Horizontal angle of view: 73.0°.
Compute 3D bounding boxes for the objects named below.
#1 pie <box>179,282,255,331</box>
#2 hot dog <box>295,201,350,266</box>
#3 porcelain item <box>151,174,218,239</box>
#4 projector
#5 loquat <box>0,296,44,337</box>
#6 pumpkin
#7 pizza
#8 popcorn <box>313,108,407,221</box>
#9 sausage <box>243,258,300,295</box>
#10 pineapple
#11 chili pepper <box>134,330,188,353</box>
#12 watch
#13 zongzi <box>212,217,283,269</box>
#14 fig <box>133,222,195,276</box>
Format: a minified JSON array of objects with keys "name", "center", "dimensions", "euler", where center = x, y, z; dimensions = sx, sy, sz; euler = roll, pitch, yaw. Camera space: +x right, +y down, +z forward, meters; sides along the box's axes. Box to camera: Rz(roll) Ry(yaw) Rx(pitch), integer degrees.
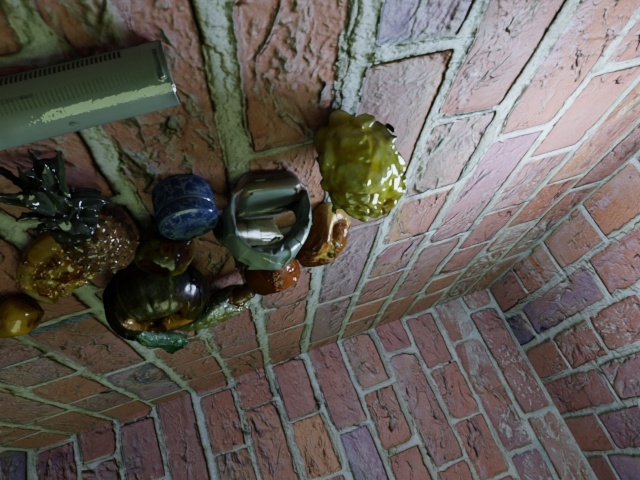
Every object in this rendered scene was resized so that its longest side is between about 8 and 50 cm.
[{"name":"pie","center":[-0.383,0.245,1.571],"dimensions":[0.274,0.105,0.257],"euler":[-32,-168,-40]},{"name":"hot dog","center":[0.000,0.000,1.440],"dimensions":[0.150,0.153,0.257],"euler":[4,145,-44]},{"name":"porcelain item","center":[-0.330,-0.076,1.060],"dimensions":[0.147,0.114,0.147],"euler":[-18,154,-9]},{"name":"projector","center":[-0.406,-0.230,0.696],"dimensions":[0.338,0.108,0.108],"euler":[-18,155,-10]},{"name":"loquat","center":[-0.854,0.218,1.220],"dimensions":[0.137,0.113,0.137],"euler":[-36,173,-5]},{"name":"pumpkin","center":[-0.502,0.177,1.332],"dimensions":[0.321,0.192,0.320],"euler":[-18,157,-8]},{"name":"pizza","center":[-0.660,0.078,1.133],"dimensions":[0.226,0.086,0.335],"euler":[-1,146,-37]},{"name":"popcorn","center":[0.097,-0.182,1.059],"dimensions":[0.215,0.251,0.286],"euler":[-15,153,15]},{"name":"sausage","center":[-0.170,0.105,1.461],"dimensions":[0.153,0.141,0.268],"euler":[-30,-177,-29]},{"name":"pineapple","center":[-0.519,-0.051,0.911],"dimensions":[0.166,0.165,0.364],"euler":[-19,153,-7]},{"name":"chili pepper","center":[-0.486,0.296,1.298],"dimensions":[0.088,0.059,0.227],"euler":[-26,158,2]},{"name":"watch","center":[-0.132,-0.046,1.135],"dimensions":[0.254,0.241,0.161],"euler":[-10,151,-26]},{"name":"zongzi","center":[-0.264,0.015,1.301],"dimensions":[0.242,0.112,0.221],"euler":[-37,153,31]},{"name":"fig","center":[-0.411,0.019,1.144],"dimensions":[0.154,0.166,0.144],"euler":[-41,121,-2]}]
